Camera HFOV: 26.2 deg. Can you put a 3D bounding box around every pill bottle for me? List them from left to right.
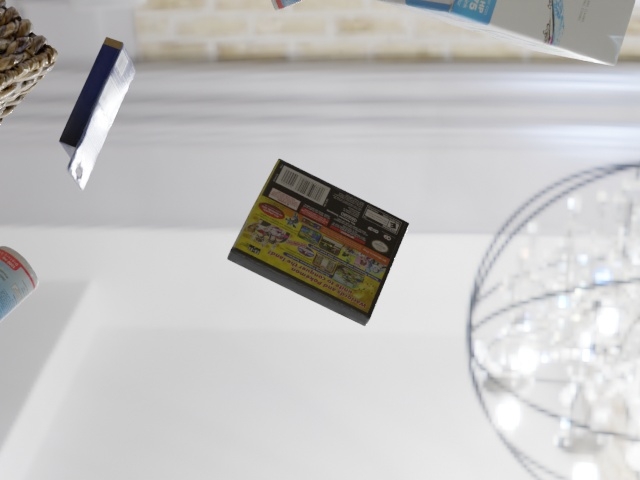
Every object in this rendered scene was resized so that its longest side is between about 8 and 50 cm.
[{"bbox_3d":[-0.508,0.088,2.066,0.087,0.087,0.160,18,-128,36],"label":"pill bottle"}]

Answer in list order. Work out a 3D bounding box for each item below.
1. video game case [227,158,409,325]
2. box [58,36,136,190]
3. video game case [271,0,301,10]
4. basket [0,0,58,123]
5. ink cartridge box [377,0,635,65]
[{"bbox_3d":[0.000,0.000,2.488,0.275,0.035,0.248,26,-130,-2],"label":"video game case"},{"bbox_3d":[-0.363,-0.200,2.206,0.037,0.225,0.136,20,168,5],"label":"box"},{"bbox_3d":[0.027,-0.487,2.033,0.285,0.204,0.025,-22,-172,2],"label":"video game case"},{"bbox_3d":[-0.377,-0.127,1.034,0.213,0.223,0.299,-42,-172,18],"label":"basket"},{"bbox_3d":[0.243,-0.355,1.733,0.270,0.197,0.198,11,-172,-30],"label":"ink cartridge box"}]
